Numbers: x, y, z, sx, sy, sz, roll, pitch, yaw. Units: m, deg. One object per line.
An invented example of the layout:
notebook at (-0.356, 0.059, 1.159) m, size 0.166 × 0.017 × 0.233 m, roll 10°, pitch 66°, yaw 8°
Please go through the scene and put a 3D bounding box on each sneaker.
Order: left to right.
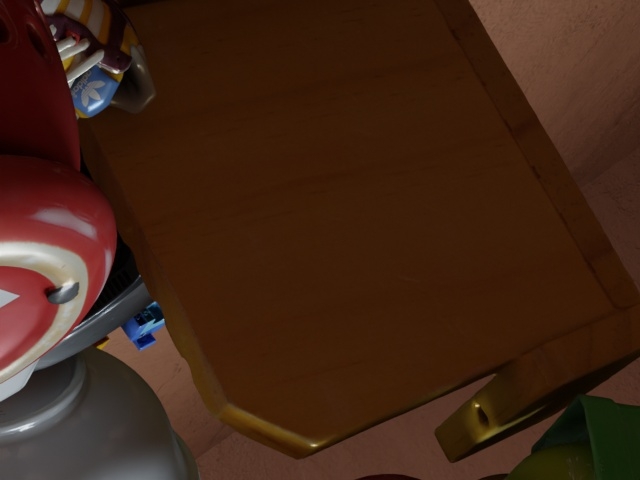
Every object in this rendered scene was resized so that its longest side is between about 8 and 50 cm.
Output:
sneaker at (-0.142, -0.106, 0.730) m, size 0.069 × 0.084 × 0.185 m, roll -41°, pitch 169°, yaw 18°

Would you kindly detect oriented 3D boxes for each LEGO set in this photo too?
LEGO set at (-0.219, 0.084, 1.275) m, size 0.227 × 0.087 × 0.093 m, roll -27°, pitch 165°, yaw -40°

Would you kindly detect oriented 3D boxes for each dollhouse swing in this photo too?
dollhouse swing at (0.000, 0.000, 0.976) m, size 0.305 × 0.347 × 0.315 m, roll -24°, pitch 166°, yaw -19°

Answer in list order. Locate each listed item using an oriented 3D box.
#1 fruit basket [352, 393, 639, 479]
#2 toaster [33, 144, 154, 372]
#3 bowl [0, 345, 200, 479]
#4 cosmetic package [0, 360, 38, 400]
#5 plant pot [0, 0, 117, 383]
fruit basket at (0.103, 0.216, 0.923) m, size 0.353 × 0.166 × 0.327 m, roll -13°, pitch 163°, yaw -5°
toaster at (-0.188, 0.014, 0.973) m, size 0.227 × 0.129 × 0.146 m, roll -36°, pitch 172°, yaw -2°
bowl at (-0.242, 0.154, 1.064) m, size 0.298 × 0.297 × 0.134 m, roll -29°, pitch 128°, yaw -39°
cosmetic package at (-0.256, 0.032, 0.758) m, size 0.183 × 0.151 × 0.151 m, roll -28°, pitch 166°, yaw -37°
plant pot at (-0.186, -0.027, 0.580) m, size 0.191 × 0.174 × 0.191 m, roll -25°, pitch 158°, yaw -11°
